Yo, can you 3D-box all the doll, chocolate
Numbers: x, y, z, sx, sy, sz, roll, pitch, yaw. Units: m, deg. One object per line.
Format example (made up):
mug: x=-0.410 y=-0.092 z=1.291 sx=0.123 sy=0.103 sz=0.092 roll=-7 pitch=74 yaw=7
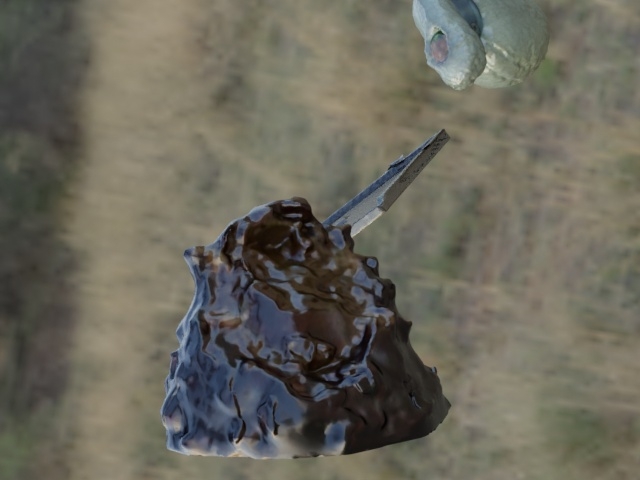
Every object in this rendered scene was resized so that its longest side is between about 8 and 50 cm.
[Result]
doll: x=0.113 y=-0.154 z=1.339 sx=0.071 sy=0.103 sz=0.214 roll=-43 pitch=1 yaw=23
chocolate: x=-0.017 y=0.058 z=1.434 sx=0.206 sy=0.224 sz=0.177 roll=6 pitch=103 yaw=57

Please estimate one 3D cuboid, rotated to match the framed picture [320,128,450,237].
framed picture: x=0.000 y=0.000 z=1.923 sx=0.281 sy=0.019 sz=0.209 roll=-38 pitch=5 yaw=34
